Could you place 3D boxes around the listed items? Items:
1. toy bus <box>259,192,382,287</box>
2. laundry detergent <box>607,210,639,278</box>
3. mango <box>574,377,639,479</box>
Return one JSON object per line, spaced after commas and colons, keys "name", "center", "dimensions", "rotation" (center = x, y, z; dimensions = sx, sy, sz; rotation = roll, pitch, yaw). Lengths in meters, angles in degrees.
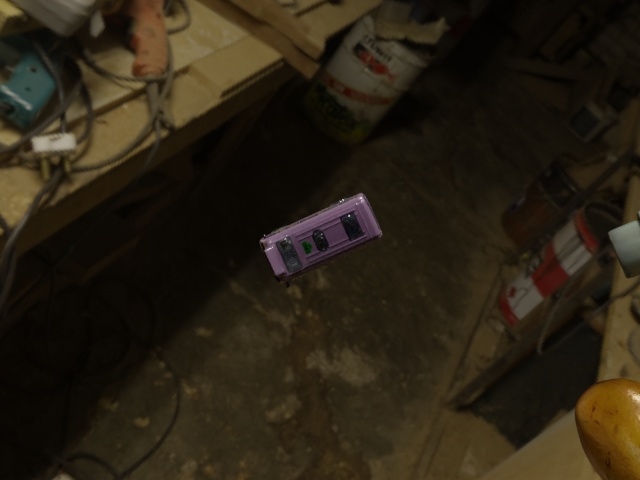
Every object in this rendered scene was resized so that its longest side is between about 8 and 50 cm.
{"name": "toy bus", "center": [0.000, 0.000, 1.373], "dimensions": [0.108, 0.199, 0.096], "rotation": [-65, 130, -85]}
{"name": "laundry detergent", "center": [0.549, -0.041, 0.975], "dimensions": [0.264, 0.398, 0.124], "rotation": [53, 22, -38]}
{"name": "mango", "center": [0.423, 0.280, 1.098], "dimensions": [0.112, 0.144, 0.219], "rotation": [-4, 37, -17]}
